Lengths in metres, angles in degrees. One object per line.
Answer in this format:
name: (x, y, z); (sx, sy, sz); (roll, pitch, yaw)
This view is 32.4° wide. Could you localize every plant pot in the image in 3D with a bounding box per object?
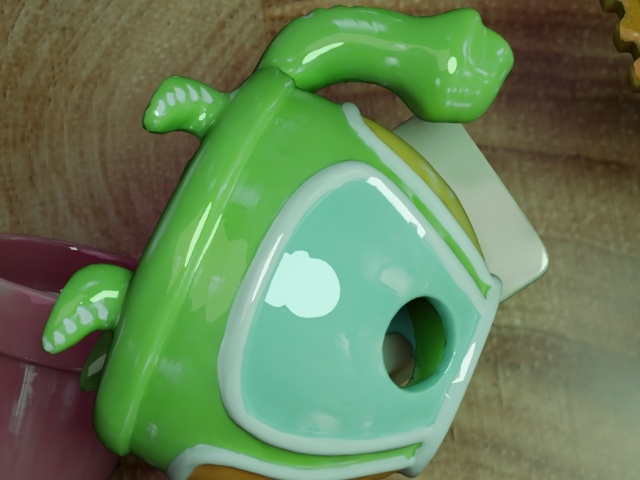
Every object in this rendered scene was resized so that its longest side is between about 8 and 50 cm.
plant pot: (-0.214, 0.106, 0.869); (0.201, 0.201, 0.180); (18, 98, 13)

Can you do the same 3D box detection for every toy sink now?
toy sink: (0.046, 0.028, 0.857); (0.234, 0.131, 0.152); (-35, 76, 8)

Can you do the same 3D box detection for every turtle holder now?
turtle holder: (-0.006, 0.015, 0.705); (0.228, 0.243, 0.320); (24, 54, 3)

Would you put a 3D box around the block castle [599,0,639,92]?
block castle: (0.280, -0.139, 0.760); (0.213, 0.303, 0.453); (-16, 77, 1)
